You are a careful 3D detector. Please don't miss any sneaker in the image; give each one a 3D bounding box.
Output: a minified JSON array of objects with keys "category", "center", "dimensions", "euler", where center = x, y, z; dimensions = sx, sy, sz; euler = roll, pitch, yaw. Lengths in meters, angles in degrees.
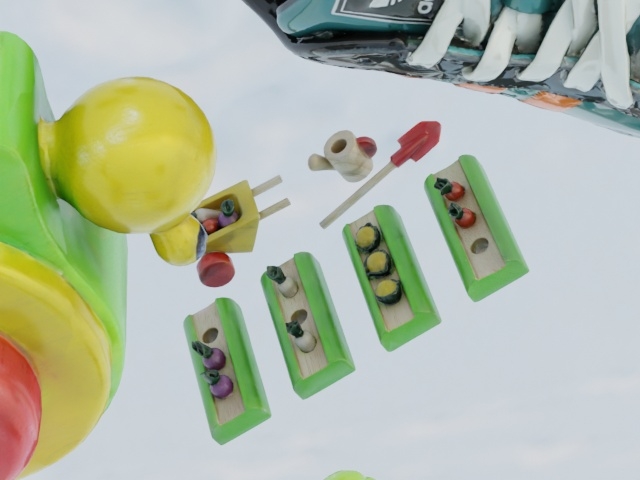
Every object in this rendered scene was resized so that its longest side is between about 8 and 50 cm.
[{"category":"sneaker","center":[0.055,-0.091,0.621],"dimensions":[0.121,0.302,0.108],"euler":[-38,145,-57]}]

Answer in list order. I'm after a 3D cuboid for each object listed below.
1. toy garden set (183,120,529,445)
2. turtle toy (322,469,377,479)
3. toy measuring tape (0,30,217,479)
[{"category":"toy garden set","center":[0.000,0.000,1.267],"dimensions":[0.244,0.204,0.049],"euler":[-31,135,12]},{"category":"turtle toy","center":[-0.003,0.164,0.857],"dimensions":[0.066,0.130,0.095],"euler":[-8,131,22]},{"category":"toy measuring tape","center":[-0.163,0.042,0.529],"dimensions":[0.330,0.121,0.121],"euler":[-25,158,20]}]
